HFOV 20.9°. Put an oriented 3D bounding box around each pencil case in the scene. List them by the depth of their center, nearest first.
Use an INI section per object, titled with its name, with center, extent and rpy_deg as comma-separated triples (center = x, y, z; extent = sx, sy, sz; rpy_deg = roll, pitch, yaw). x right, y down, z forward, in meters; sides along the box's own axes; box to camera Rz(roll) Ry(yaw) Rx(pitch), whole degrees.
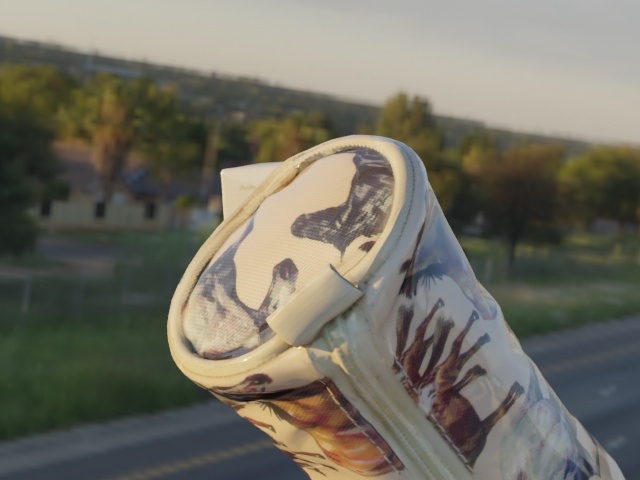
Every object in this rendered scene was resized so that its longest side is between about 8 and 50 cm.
[pencil case]
center = 0.077, 0.128, 0.962
extent = 0.410, 0.160, 0.183
rpy_deg = 53, -3, -32

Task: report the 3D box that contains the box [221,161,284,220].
[box]
center = 0.000, 0.000, 1.072
extent = 0.101, 0.102, 0.087
rpy_deg = -2, 6, 16
